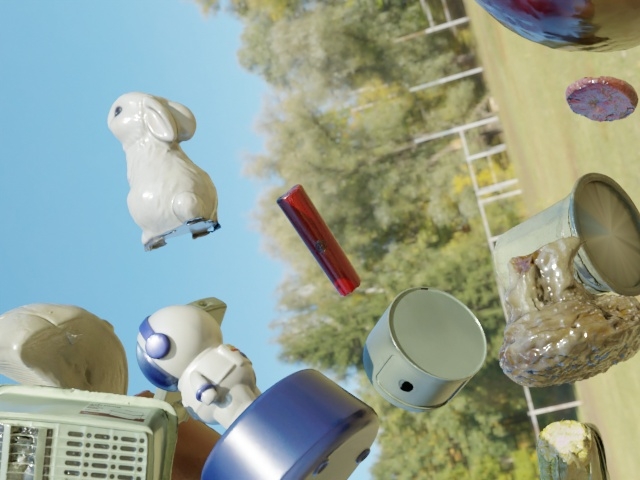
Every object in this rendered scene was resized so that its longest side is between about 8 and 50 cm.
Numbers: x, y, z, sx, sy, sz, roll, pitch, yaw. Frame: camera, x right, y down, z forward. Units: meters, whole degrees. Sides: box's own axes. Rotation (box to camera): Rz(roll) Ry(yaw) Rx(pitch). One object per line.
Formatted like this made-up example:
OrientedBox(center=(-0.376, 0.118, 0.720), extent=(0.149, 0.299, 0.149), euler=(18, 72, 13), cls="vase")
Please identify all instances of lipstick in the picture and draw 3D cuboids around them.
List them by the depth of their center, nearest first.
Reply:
OrientedBox(center=(-0.001, 0.001, 2.101), extent=(0.279, 0.073, 0.073), euler=(56, -164, -12), cls="lipstick")

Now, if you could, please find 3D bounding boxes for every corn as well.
OrientedBox(center=(0.461, 0.447, 1.596), extent=(0.122, 0.123, 0.305), euler=(-95, -14, -60), cls="corn")

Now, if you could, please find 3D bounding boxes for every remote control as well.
OrientedBox(center=(-0.263, 0.245, 1.729), extent=(0.123, 0.038, 0.285), euler=(-15, -51, -59), cls="remote control")

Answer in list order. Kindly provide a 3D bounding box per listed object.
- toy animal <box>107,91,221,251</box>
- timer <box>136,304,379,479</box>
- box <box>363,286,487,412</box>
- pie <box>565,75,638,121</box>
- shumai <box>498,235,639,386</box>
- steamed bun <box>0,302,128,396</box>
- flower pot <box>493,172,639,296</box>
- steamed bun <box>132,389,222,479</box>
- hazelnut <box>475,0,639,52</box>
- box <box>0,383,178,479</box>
OrientedBox(center=(-0.344, -0.168, 1.955), extent=(0.194, 0.258, 0.357), euler=(-14, -98, -39), cls="toy animal")
OrientedBox(center=(-0.132, 0.244, 1.364), extent=(0.383, 0.270, 0.270), euler=(41, 179, 22), cls="timer")
OrientedBox(center=(0.218, 0.232, 1.903), extent=(0.149, 0.226, 0.226), euler=(118, 155, -46), cls="box")
OrientedBox(center=(0.599, -0.303, 1.923), extent=(0.154, 0.155, 0.036), euler=(56, -134, -57), cls="pie")
OrientedBox(center=(0.324, 0.093, 1.202), extent=(0.166, 0.206, 0.175), euler=(113, 147, -55), cls="shumai")
OrientedBox(center=(-0.640, 0.282, 2.237), extent=(0.383, 0.247, 0.236), euler=(51, -127, -39), cls="steamed bun")
OrientedBox(center=(0.417, 0.023, 1.513), extent=(0.212, 0.203, 0.212), euler=(18, -122, -31), cls="flower pot")
OrientedBox(center=(-0.339, 0.529, 1.989), extent=(0.379, 0.235, 0.248), euler=(41, -146, -21), cls="steamed bun")
OrientedBox(center=(0.366, -0.442, 1.208), extent=(0.352, 0.421, 0.420), euler=(69, -169, -59), cls="hazelnut")
OrientedBox(center=(-0.360, 0.328, 1.312), extent=(0.166, 0.291, 0.220), euler=(-73, -10, -89), cls="box")
